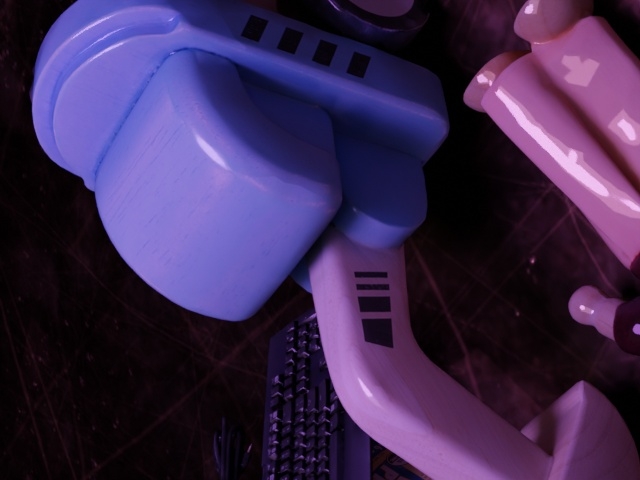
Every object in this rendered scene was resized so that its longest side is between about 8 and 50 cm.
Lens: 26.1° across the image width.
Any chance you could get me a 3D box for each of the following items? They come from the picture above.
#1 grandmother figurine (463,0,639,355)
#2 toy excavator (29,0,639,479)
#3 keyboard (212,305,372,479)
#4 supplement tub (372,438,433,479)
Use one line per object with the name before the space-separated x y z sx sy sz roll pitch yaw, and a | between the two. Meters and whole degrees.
grandmother figurine | 0.230 -0.002 0.897 0.342 0.104 0.208 54 142 23
toy excavator | 0.000 0.000 0.992 0.222 0.433 0.445 -49 33 42
keyboard | -0.032 0.185 1.104 0.201 0.033 0.317 -42 27 29
supplement tub | 0.097 0.241 1.073 0.199 0.144 0.144 14 112 42
